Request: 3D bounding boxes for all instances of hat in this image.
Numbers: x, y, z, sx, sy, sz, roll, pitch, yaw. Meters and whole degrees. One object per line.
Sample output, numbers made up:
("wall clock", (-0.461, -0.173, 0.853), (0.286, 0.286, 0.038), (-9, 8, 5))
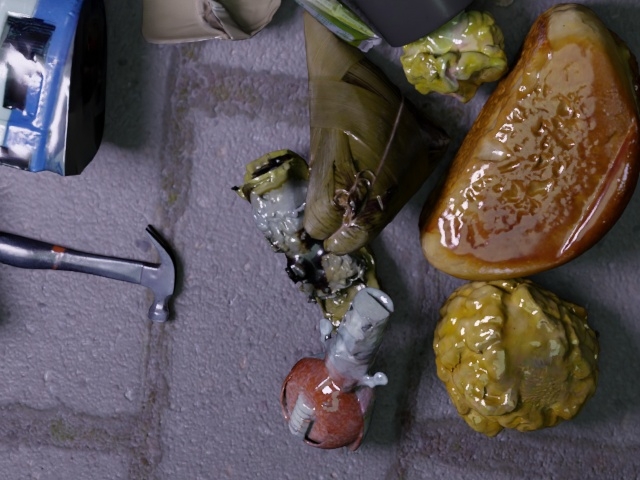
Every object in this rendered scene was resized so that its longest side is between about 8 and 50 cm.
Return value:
("hat", (-0.153, -0.335, 1.867), (0.144, 0.173, 0.166), (7, 78, -41))

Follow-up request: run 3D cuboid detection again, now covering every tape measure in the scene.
("tape measure", (-0.375, -0.227, 1.796), (0.138, 0.259, 0.262), (5, 104, 0))

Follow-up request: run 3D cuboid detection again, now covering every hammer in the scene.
("hammer", (-0.353, 0.026, 1.973), (0.290, 0.037, 0.137), (12, 105, -1))

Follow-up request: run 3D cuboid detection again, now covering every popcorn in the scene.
("popcorn", (0.183, -0.254, 1.839), (0.145, 0.125, 0.126), (-15, 70, 2))
("popcorn", (0.279, 0.169, 1.916), (0.250, 0.190, 0.250), (0, 95, -6))

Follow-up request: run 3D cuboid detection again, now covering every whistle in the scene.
("whistle", (0.028, 0.193, 1.908), (0.134, 0.142, 0.346), (-8, 145, -22))

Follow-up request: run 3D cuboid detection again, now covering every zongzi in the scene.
("zongzi", (0.011, -0.153, 1.808), (0.145, 0.274, 0.300), (-34, 98, 39))

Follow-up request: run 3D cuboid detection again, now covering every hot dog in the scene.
("hot dog", (0.314, -0.109, 1.839), (0.223, 0.185, 0.405), (29, 103, -4))

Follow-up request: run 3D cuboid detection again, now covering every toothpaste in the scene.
("toothpaste", (-0.024, -0.334, 1.802), (0.248, 0.078, 0.047), (36, 76, -9))

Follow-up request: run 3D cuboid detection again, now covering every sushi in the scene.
("sushi", (0.001, -0.003, 1.904), (0.139, 0.131, 0.291), (-29, 101, 21))

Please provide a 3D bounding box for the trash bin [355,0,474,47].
("trash bin", (0.068, -0.436, 1.759), (0.214, 0.214, 0.334), (-35, 109, 10))
